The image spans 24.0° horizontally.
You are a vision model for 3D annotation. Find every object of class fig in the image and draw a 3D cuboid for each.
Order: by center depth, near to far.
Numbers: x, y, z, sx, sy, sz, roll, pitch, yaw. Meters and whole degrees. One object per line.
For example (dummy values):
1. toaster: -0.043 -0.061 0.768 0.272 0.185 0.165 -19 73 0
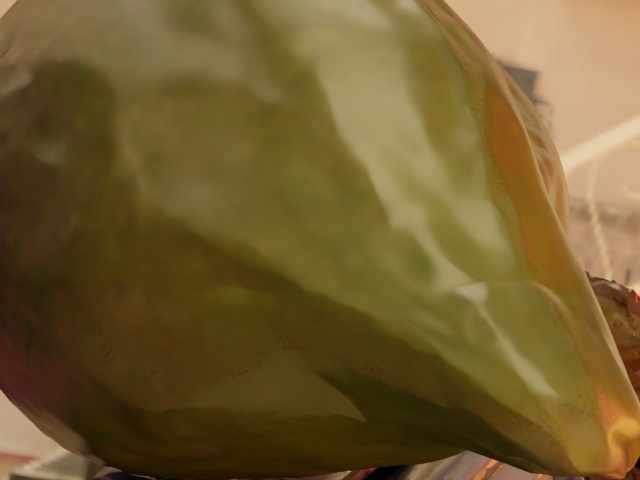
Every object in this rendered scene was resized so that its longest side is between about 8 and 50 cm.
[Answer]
1. fig: 0.000 0.000 0.454 0.206 0.206 0.275 10 11 -27

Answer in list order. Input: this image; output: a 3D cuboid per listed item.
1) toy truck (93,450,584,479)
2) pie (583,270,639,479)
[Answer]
1. toy truck: -0.018 0.132 0.544 0.155 0.124 0.268 9 22 27
2. pie: 0.154 0.136 1.042 0.308 0.308 0.085 11 27 34
